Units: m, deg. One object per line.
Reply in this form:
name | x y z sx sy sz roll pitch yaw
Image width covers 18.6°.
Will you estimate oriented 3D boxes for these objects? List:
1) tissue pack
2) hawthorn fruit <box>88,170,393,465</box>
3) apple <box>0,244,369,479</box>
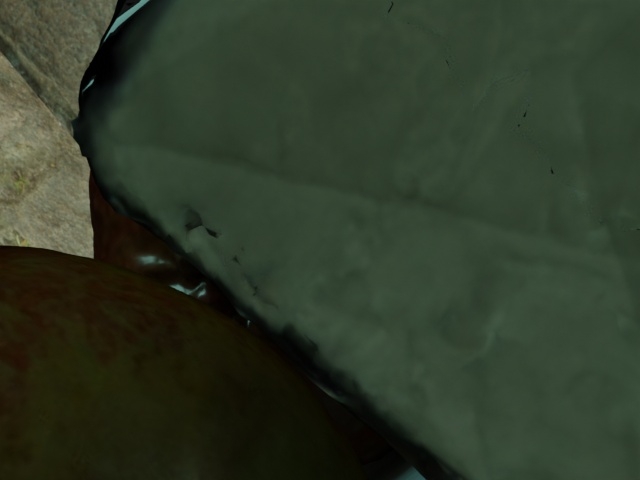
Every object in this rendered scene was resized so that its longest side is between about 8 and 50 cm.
tissue pack | 0.081 -0.057 0.478 0.210 0.198 0.370 -44 4 6
hawthorn fruit | 0.000 0.000 0.909 0.205 0.205 0.253 -39 -6 15
apple | -0.136 0.091 0.677 0.293 0.163 0.251 -22 10 -14
